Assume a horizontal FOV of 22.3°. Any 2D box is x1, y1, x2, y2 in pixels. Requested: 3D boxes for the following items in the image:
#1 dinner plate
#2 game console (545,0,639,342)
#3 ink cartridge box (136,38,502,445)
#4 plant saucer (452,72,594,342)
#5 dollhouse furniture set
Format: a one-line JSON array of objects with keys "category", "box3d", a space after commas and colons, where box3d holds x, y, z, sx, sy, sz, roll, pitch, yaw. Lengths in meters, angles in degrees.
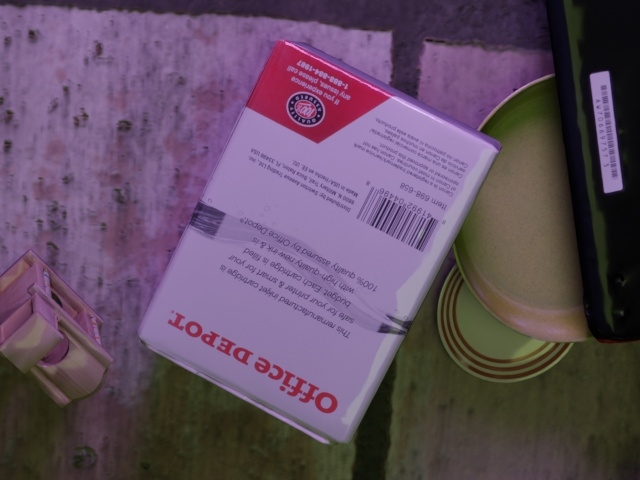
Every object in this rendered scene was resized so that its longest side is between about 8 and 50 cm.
[{"category": "dinner plate", "box3d": [0.171, 0.059, 1.459, 0.141, 0.017, 0.141, -3, 106, -10]}, {"category": "game console", "box3d": [0.367, -0.124, 1.409, 0.342, 0.060, 0.387, -12, 103, -10]}, {"category": "ink cartridge box", "box3d": [0.000, 0.000, 1.327, 0.197, 0.114, 0.273, 28, 98, 5]}, {"category": "plant saucer", "box3d": [0.218, -0.031, 1.420, 0.241, 0.037, 0.241, -4, 102, -18]}, {"category": "dollhouse furniture set", "box3d": [-0.253, 0.118, 1.304, 0.161, 0.182, 0.101, -43, 109, 2]}]
